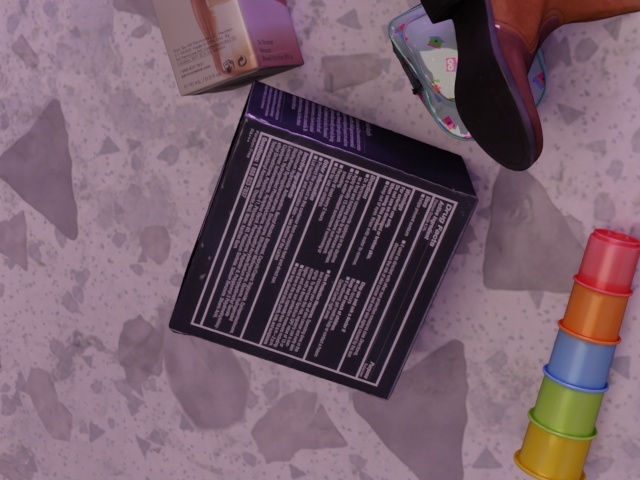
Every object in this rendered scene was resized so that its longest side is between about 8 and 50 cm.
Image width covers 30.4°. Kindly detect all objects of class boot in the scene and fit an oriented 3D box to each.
[{"bbox_3d":[0.260,-0.235,1.327,0.096,0.280,0.264,-36,78,58],"label":"boot"}]

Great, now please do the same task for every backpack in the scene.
[{"bbox_3d":[0.186,-0.214,1.413,0.165,0.144,0.188,-28,97,6],"label":"backpack"}]

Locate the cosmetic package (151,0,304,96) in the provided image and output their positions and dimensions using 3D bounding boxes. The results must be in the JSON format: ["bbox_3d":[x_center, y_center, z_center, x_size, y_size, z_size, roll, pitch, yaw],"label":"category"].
[{"bbox_3d":[-0.143,-0.351,1.544,0.129,0.153,0.296,-16,94,26],"label":"cosmetic package"}]

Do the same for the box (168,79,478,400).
[{"bbox_3d":[0.000,0.000,1.475,0.294,0.183,0.296,20,110,-7],"label":"box"}]

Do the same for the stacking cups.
[{"bbox_3d":[0.331,0.145,1.455,0.096,0.096,0.316,21,106,20],"label":"stacking cups"}]
